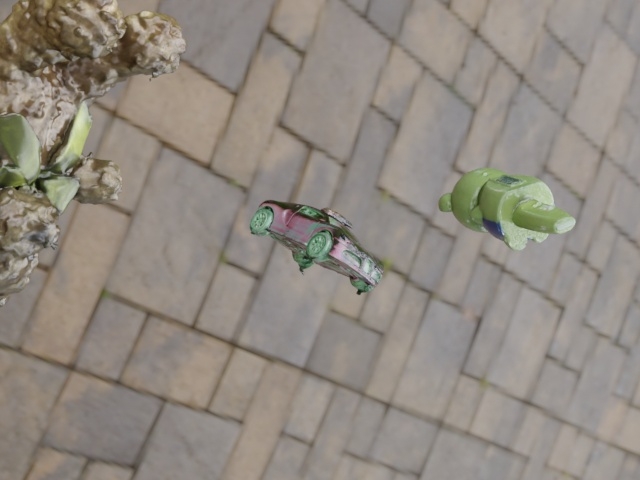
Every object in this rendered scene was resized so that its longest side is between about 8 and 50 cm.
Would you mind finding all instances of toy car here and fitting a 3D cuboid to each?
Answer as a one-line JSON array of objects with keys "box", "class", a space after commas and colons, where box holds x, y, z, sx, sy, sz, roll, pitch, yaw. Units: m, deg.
[{"box": [0.000, 0.000, 1.237, 0.069, 0.142, 0.055, 37, 81, -39], "class": "toy car"}]

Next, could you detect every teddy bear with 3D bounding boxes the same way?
[{"box": [-0.267, -0.087, 1.397, 0.246, 0.296, 0.222, 17, 54, -60], "class": "teddy bear"}]

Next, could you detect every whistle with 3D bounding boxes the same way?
[{"box": [0.240, -0.040, 1.869, 0.105, 0.227, 0.085, -19, 111, -25], "class": "whistle"}]
